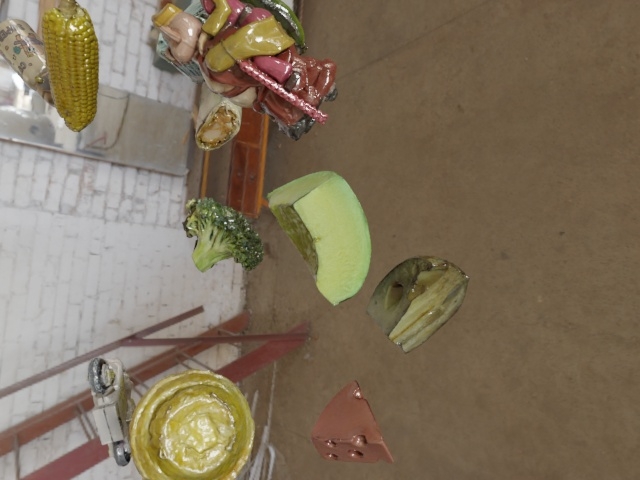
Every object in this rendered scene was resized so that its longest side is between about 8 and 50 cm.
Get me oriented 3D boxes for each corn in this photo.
[{"bbox_3d":[-0.491,-0.342,0.883,0.097,0.097,0.262,57,140,41],"label":"corn"}]

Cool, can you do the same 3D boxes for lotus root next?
[{"bbox_3d":[0.273,0.167,1.293,0.314,0.210,0.142,-50,33,19],"label":"lotus root"}]

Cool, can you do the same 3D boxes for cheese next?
[{"bbox_3d":[0.094,0.477,1.192,0.202,0.128,0.177,-10,38,24],"label":"cheese"}]

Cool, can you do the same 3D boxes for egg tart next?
[{"bbox_3d":[-0.284,0.440,1.014,0.115,0.290,0.291,144,125,-63],"label":"egg tart"}]

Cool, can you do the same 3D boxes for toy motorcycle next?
[{"bbox_3d":[-0.597,0.469,1.293,0.223,0.107,0.341,-141,41,-71],"label":"toy motorcycle"}]

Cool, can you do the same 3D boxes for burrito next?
[{"bbox_3d":[-0.294,-0.416,1.317,0.143,0.105,0.299,-20,58,33],"label":"burrito"}]

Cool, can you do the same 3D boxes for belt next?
[{"bbox_3d":[-0.310,-0.543,1.202,0.257,0.150,0.207,7,66,37],"label":"belt"}]

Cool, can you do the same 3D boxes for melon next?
[{"bbox_3d":[0.000,0.000,1.286,0.331,0.226,0.344,-12,118,38],"label":"melon"}]

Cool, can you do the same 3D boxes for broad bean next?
[{"bbox_3d":[-0.109,-0.442,0.854,0.069,0.226,0.039,-46,27,23],"label":"broad bean"}]

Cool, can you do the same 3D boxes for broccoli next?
[{"bbox_3d":[-0.371,-0.025,1.699,0.334,0.271,0.324,179,75,-75],"label":"broccoli"}]

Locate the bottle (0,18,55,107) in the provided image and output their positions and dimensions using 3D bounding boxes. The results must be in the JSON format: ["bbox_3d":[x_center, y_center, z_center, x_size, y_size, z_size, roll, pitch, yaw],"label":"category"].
[{"bbox_3d":[-0.674,-0.415,1.061,0.097,0.209,0.110,-41,1,-2],"label":"bottle"}]

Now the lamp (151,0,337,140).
[{"bbox_3d":[-0.099,-0.218,0.497,0.118,0.253,0.118,-48,23,29],"label":"lamp"}]
